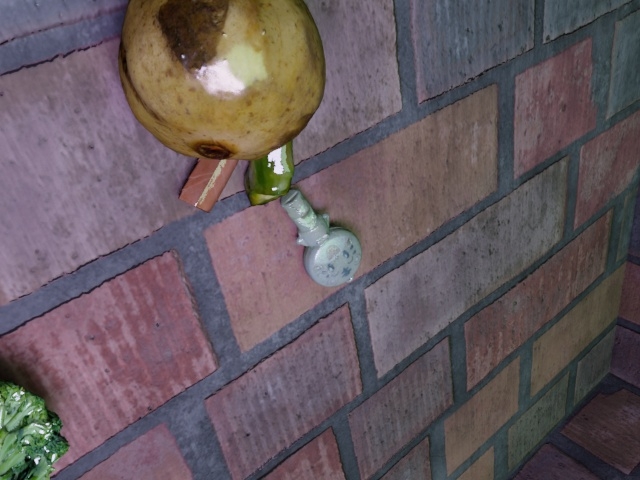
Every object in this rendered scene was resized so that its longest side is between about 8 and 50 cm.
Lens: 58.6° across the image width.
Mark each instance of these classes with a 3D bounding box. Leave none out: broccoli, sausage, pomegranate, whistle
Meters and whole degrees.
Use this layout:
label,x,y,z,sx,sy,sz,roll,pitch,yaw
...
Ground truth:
label,x,y,z,sx,sy,sz,roll,pitch,yaw
broccoli,-0.475,0.304,0.747,0.261,0.241,0.269,-38,127,-3
sausage,-0.168,-0.131,0.926,0.065,0.065,0.169,29,90,-45
pomegranate,-0.126,-0.235,0.757,0.281,0.281,0.281,-19,121,-34
whistle,0.000,0.000,1.132,0.126,0.067,0.258,-44,128,-9

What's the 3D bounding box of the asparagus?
label,x,y,z,sx,sy,sz,roll,pitch,yaw
asparagus,-0.078,-0.210,0.953,0.082,0.085,0.343,1,113,-16
